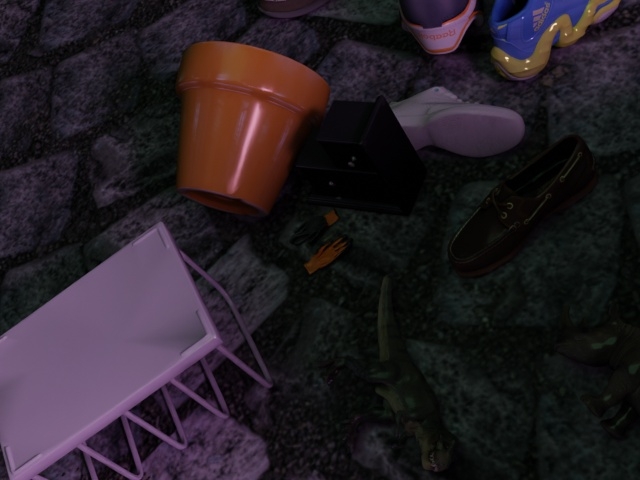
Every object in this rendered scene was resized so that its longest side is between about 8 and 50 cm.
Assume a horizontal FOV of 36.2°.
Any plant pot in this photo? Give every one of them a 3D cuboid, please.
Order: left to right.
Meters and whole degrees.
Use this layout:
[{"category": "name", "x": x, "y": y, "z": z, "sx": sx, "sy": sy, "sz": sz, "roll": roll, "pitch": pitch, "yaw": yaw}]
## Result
[{"category": "plant pot", "x": -0.107, "y": -0.138, "z": 1.309, "sx": 0.205, "sy": 0.205, "sz": 0.187, "roll": 8, "pitch": 79, "yaw": 32}]

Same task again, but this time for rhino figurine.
[{"category": "rhino figurine", "x": 0.313, "y": 0.144, "z": 0.952, "sx": 0.106, "sy": 0.073, "sz": 0.243, "roll": -39, "pitch": 47, "yaw": 4}]

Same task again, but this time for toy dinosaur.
[{"category": "toy dinosaur", "x": 0.067, "y": 0.162, "z": 1.087, "sx": 0.118, "sy": 0.064, "sz": 0.268, "roll": -23, "pitch": 48, "yaw": 5}]

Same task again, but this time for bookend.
[{"category": "bookend", "x": 0.029, "y": -0.109, "z": 1.224, "sx": 0.156, "sy": 0.157, "sz": 0.072, "roll": 9, "pitch": 63, "yaw": 32}]

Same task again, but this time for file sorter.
[{"category": "file sorter", "x": -0.228, "y": 0.160, "z": 1.171, "sx": 0.278, "sy": 0.173, "sz": 0.193, "roll": -35, "pitch": 50, "yaw": 4}]

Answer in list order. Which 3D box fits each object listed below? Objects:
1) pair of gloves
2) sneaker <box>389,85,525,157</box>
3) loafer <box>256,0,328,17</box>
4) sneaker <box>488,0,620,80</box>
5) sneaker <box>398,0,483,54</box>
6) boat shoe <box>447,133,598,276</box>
[{"category": "pair of gloves", "x": 0.000, "y": 0.000, "z": 1.263, "sx": 0.074, "sy": 0.010, "sz": 0.083, "roll": -33, "pitch": 48, "yaw": 5}, {"category": "sneaker", "x": 0.162, "y": -0.161, "z": 1.247, "sx": 0.212, "sy": 0.080, "sz": 0.094, "roll": 2, "pitch": 48, "yaw": 31}, {"category": "loafer", "x": 0.007, "y": -0.427, "z": 1.499, "sx": 0.251, "sy": 0.087, "sz": 0.094, "roll": -23, "pitch": 51, "yaw": 13}, {"category": "sneaker", "x": 0.302, "y": -0.316, "z": 1.236, "sx": 0.240, "sy": 0.126, "sz": 0.091, "roll": -48, "pitch": 50, "yaw": -8}, {"category": "sneaker", "x": 0.166, "y": -0.363, "z": 1.358, "sx": 0.126, "sy": 0.127, "sz": 0.321, "roll": -4, "pitch": 32, "yaw": 20}, {"category": "boat shoe", "x": 0.226, "y": -0.044, "z": 1.130, "sx": 0.207, "sy": 0.073, "sz": 0.073, "roll": -41, "pitch": 50, "yaw": 0}]
